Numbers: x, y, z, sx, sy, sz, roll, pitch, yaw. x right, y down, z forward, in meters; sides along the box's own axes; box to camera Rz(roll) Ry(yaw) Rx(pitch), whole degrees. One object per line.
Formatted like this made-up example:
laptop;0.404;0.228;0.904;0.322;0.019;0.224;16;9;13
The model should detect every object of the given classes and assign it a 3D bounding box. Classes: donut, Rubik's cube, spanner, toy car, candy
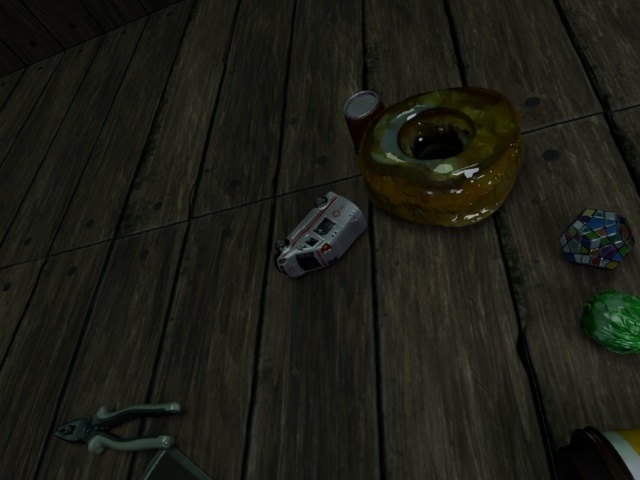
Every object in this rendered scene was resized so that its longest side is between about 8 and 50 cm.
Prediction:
donut;0.234;-0.174;1.002;0.331;0.160;0.329;-7;68;19
Rubik's cube;0.452;-0.001;0.822;0.111;0.111;0.093;16;89;35
spanner;-0.419;0.382;1.015;0.325;0.040;0.095;-12;51;23
toy car;0.000;0.000;1.058;0.108;0.089;0.209;31;71;34
candy;0.502;0.151;0.653;0.097;0.097;0.324;-48;37;-12

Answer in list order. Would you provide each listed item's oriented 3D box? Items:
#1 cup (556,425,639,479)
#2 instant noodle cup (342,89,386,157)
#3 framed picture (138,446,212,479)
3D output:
cup;0.430;0.289;0.565;0.280;0.196;0.196;-16;50;7
instant noodle cup;0.116;-0.268;1.165;0.127;0.135;0.127;-14;52;18
framed picture;-0.287;0.510;0.872;0.197;0.014;0.252;19;66;36
